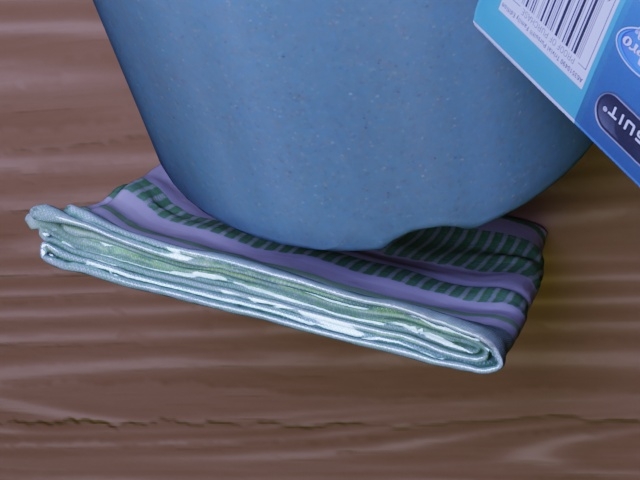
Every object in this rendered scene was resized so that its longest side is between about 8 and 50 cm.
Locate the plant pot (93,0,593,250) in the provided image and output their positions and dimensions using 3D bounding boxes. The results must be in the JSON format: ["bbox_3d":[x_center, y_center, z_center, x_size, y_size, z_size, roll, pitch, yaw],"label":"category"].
[{"bbox_3d":[0.006,-0.196,0.913,0.341,0.341,0.334,5,134,17],"label":"plant pot"}]

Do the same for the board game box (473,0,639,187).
[{"bbox_3d":[0.275,-0.077,0.823,0.254,0.336,0.079,50,139,31],"label":"board game box"}]

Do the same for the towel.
[{"bbox_3d":[0.000,0.000,1.066,0.248,0.325,0.038,15,100,9],"label":"towel"}]
